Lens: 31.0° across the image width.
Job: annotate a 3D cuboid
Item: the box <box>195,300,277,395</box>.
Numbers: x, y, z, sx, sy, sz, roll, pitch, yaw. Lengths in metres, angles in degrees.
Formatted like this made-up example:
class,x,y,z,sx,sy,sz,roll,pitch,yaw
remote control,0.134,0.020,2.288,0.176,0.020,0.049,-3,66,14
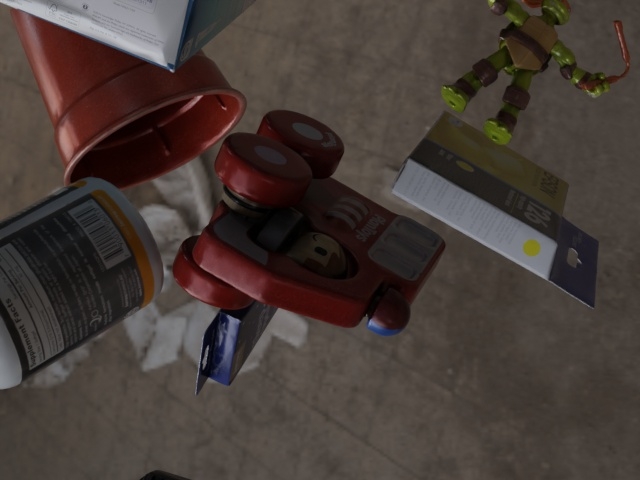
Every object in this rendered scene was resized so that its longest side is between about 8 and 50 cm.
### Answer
class,x,y,z,sx,sy,sz,roll,pitch,yaw
box,-0.091,0.089,1.474,0.036,0.225,0.136,24,137,10

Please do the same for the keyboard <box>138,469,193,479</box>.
class,x,y,z,sx,sy,sz,roll,pitch,yaw
keyboard,-0.110,0.395,1.493,0.201,0.317,0.033,-64,-12,-60

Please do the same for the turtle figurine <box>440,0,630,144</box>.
class,x,y,z,sx,sy,sz,roll,pitch,yaw
turtle figurine,0.248,-0.247,1.473,0.217,0.269,0.087,-51,14,-9

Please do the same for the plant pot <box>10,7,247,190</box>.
class,x,y,z,sx,sy,sz,roll,pitch,yaw
plant pot,-0.281,-0.243,1.592,0.272,0.272,0.265,-37,76,41

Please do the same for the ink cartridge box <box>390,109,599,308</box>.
class,x,y,z,sx,sy,sz,roll,pitch,yaw
ink cartridge box,0.268,-0.055,1.619,0.307,0.303,0.072,29,112,4

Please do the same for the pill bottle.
class,x,y,z,sx,sy,sz,roll,pitch,yaw
pill bottle,-0.320,0.058,1.234,0.162,0.278,0.162,36,143,33

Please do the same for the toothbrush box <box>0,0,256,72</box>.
class,x,y,z,sx,sy,sz,roll,pitch,yaw
toothbrush box,-0.186,-0.309,1.209,0.295,0.216,0.126,-59,-9,-62

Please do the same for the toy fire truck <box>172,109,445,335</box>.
class,x,y,z,sx,sy,sz,roll,pitch,yaw
toy fire truck,0.000,0.000,1.258,0.254,0.302,0.169,28,114,7
